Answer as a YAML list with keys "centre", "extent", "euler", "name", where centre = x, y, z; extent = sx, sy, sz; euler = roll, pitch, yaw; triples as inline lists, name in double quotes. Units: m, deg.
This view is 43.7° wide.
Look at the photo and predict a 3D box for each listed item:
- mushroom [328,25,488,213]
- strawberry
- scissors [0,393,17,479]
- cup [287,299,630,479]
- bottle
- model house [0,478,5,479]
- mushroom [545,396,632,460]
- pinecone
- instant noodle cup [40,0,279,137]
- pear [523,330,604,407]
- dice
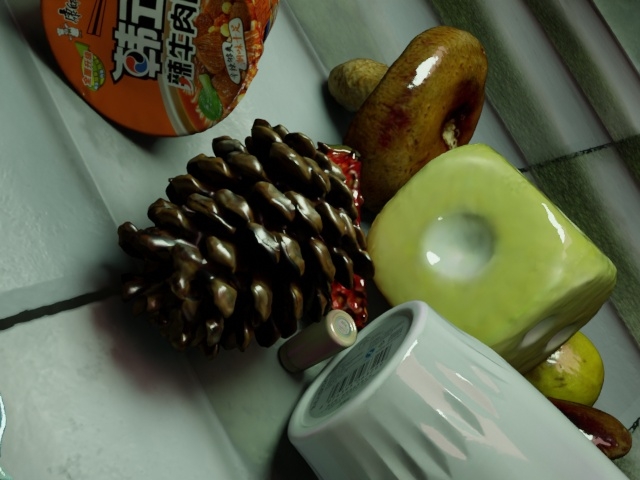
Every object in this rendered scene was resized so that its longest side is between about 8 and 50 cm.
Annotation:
- centre: [0.107, -0.167, 1.136]
  extent: [0.267, 0.254, 0.267]
  euler: [1, 90, -68]
  name: "mushroom"
- centre: [0.000, 0.000, 0.981]
  extent: [0.111, 0.190, 0.237]
  euler: [-3, 71, -1]
  name: "strawberry"
- centre: [-0.256, 0.215, 0.630]
  extent: [0.256, 0.030, 0.125]
  euler: [52, 43, -2]
  name: "scissors"
- centre: [0.164, 0.259, 0.847]
  extent: [0.371, 0.253, 0.253]
  euler: [47, 39, -7]
  name: "cup"
- centre: [-0.004, 0.116, 0.903]
  extent: [0.045, 0.096, 0.045]
  euler: [25, 47, -30]
  name: "bottle"
- centre: [-0.237, 0.285, 0.529]
  extent: [0.211, 0.170, 0.194]
  euler: [60, 37, -36]
  name: "model house"
- centre: [0.270, 0.310, 1.033]
  extent: [0.148, 0.227, 0.218]
  euler: [18, 83, -72]
  name: "mushroom"
- centre: [-0.072, 0.005, 0.818]
  extent: [0.224, 0.224, 0.272]
  euler: [50, 61, -6]
  name: "pinecone"
- centre: [-0.162, -0.272, 0.925]
  extent: [0.250, 0.250, 0.192]
  euler: [43, 32, -13]
  name: "instant noodle cup"
- centre: [0.329, 0.186, 1.152]
  extent: [0.162, 0.149, 0.149]
  euler: [35, 42, -29]
  name: "pear"
- centre: [0.217, 0.032, 1.029]
  extent: [0.238, 0.227, 0.233]
  euler: [52, 16, 28]
  name: "dice"
